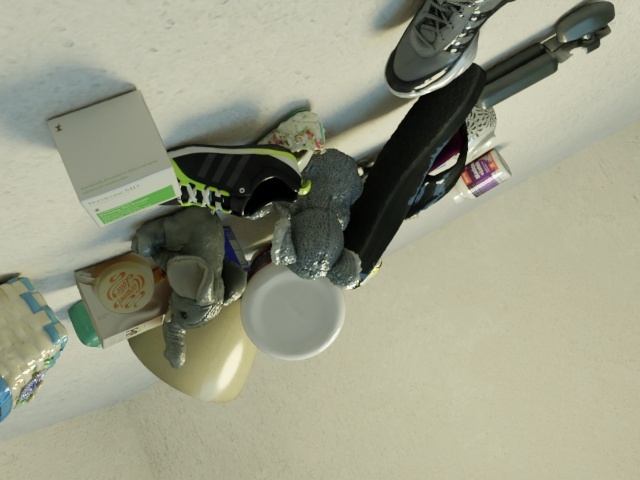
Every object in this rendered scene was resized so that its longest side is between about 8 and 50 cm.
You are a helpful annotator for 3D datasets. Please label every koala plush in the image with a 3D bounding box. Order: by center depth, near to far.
[{"bbox_3d":[-0.017,-0.027,0.930,0.196,0.221,0.203,28,130,-26],"label":"koala plush"}]

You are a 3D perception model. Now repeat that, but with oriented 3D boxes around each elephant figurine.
[{"bbox_3d":[-0.215,0.071,0.973,0.169,0.239,0.186,-20,167,-34],"label":"elephant figurine"}]

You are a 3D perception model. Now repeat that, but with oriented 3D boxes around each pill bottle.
[{"bbox_3d":[-0.066,0.110,1.245,0.210,0.210,0.363,-28,-170,0],"label":"pill bottle"},{"bbox_3d":[0.515,-0.204,1.818,0.193,0.108,0.108,-33,168,26],"label":"pill bottle"}]

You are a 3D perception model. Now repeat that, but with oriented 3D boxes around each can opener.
[{"bbox_3d":[0.404,-0.348,1.034,0.280,0.074,0.093,-31,134,10],"label":"can opener"}]

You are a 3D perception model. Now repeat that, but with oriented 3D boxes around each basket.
[{"bbox_3d":[-0.553,0.198,0.847,0.289,0.201,0.255,-31,175,-40],"label":"basket"}]

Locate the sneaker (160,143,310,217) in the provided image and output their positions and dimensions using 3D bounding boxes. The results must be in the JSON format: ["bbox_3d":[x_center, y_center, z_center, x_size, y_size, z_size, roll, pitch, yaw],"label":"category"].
[{"bbox_3d":[-0.130,-0.076,0.757,0.234,0.097,0.084,-11,142,-13],"label":"sneaker"}]

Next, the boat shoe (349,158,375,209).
[{"bbox_3d":[0.125,-0.129,1.226,0.306,0.105,0.113,-51,160,-9],"label":"boat shoe"}]

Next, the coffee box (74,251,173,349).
[{"bbox_3d":[-0.323,0.091,1.069,0.246,0.141,0.098,-21,168,-27],"label":"coffee box"}]

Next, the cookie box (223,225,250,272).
[{"bbox_3d":[-0.212,0.037,1.177,0.092,0.107,0.040,-32,168,22],"label":"cookie box"}]

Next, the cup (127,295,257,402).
[{"bbox_3d":[-0.275,0.206,1.392,0.237,0.331,0.331,-54,165,7],"label":"cup"}]

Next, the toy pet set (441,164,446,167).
[{"bbox_3d":[0.242,-0.186,1.351,0.114,0.065,0.122,-24,169,-18],"label":"toy pet set"}]

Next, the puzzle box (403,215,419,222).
[{"bbox_3d":[0.109,-0.058,1.525,0.272,0.052,0.409,-18,172,17],"label":"puzzle box"}]

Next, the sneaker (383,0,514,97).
[{"bbox_3d":[0.147,-0.276,0.633,0.268,0.101,0.153,-42,162,33],"label":"sneaker"}]

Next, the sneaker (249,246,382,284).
[{"bbox_3d":[-0.007,0.053,1.524,0.384,0.145,0.147,-1,158,-29],"label":"sneaker"}]

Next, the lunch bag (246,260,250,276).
[{"bbox_3d":[-0.216,0.126,1.613,0.129,0.096,0.151,-31,159,18],"label":"lunch bag"}]

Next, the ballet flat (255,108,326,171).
[{"bbox_3d":[-0.086,-0.112,0.872,0.241,0.077,0.091,-34,166,33],"label":"ballet flat"}]

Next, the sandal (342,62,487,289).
[{"bbox_3d":[0.161,-0.104,0.992,0.107,0.167,0.446,24,108,-23],"label":"sandal"}]

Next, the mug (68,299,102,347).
[{"bbox_3d":[-0.473,0.180,1.231,0.129,0.097,0.158,-26,169,-7],"label":"mug"}]

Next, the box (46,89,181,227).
[{"bbox_3d":[-0.218,-0.087,0.600,0.101,0.102,0.087,-24,167,-14],"label":"box"}]

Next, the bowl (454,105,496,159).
[{"bbox_3d":[0.337,-0.235,1.236,0.170,0.080,0.170,-38,167,-11],"label":"bowl"}]
